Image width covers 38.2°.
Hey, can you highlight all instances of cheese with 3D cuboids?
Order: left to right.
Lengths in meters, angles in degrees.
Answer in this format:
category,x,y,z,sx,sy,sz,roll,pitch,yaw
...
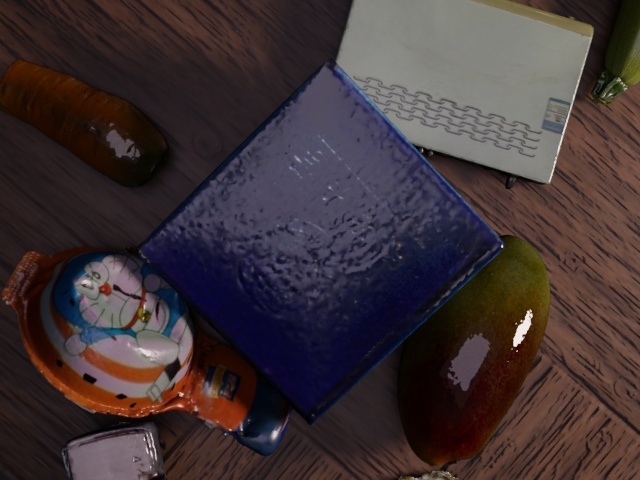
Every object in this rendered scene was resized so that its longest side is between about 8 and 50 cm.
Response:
category,x,y,z,sx,sy,sz,roll,pitch,yaw
cheese,-0.176,0.115,0.975,0.329,0.217,0.129,32,129,-12

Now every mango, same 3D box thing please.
category,x,y,z,sx,sy,sz,roll,pitch,yaw
mango,0.163,0.116,1.003,0.133,0.111,0.268,25,85,11

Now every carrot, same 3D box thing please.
category,x,y,z,sx,sy,sz,roll,pitch,yaw
carrot,-0.258,-0.133,1.009,0.193,0.087,0.087,33,90,1

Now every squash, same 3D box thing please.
category,x,y,z,sx,sy,sz,roll,pitch,yaw
squash,0.369,-0.268,1.023,0.066,0.066,0.252,18,91,-1

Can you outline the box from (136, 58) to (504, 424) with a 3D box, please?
category,x,y,z,sx,sy,sz,roll,pitch,yaw
box,0.000,0.000,0.973,0.279,0.116,0.261,-44,96,4

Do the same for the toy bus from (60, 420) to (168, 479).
category,x,y,z,sx,sy,sz,roll,pitch,yaw
toy bus,-0.193,0.349,0.990,0.112,0.138,0.317,-9,89,-6

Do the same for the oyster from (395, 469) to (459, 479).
category,x,y,z,sx,sy,sz,roll,pitch,yaw
oyster,0.125,0.287,1.048,0.083,0.019,0.054,-12,89,1

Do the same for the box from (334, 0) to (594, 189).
category,x,y,z,sx,sy,sz,roll,pitch,yaw
box,0.149,-0.182,1.031,0.270,0.045,0.211,15,91,-1
